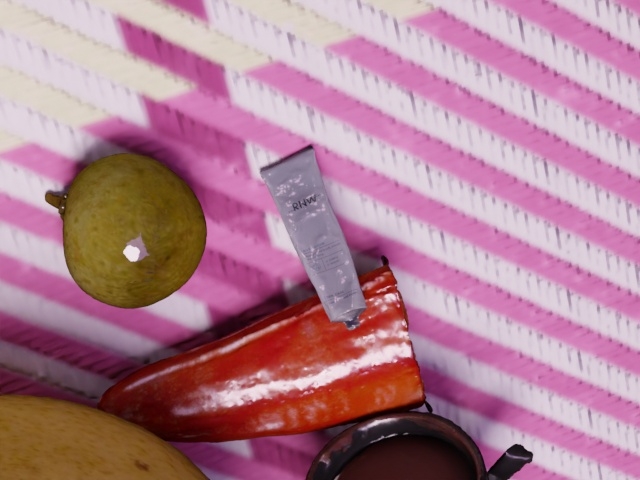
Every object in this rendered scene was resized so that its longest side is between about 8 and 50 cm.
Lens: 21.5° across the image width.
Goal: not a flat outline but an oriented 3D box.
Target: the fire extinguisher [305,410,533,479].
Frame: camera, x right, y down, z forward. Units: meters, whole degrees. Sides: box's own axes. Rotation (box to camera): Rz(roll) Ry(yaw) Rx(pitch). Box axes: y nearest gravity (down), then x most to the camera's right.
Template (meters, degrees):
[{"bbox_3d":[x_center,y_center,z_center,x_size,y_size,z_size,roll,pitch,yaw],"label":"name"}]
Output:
[{"bbox_3d":[0.085,0.227,0.950,0.141,0.105,0.341,-35,136,-15],"label":"fire extinguisher"}]

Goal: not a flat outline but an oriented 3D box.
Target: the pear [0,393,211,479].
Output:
[{"bbox_3d":[-0.151,0.223,0.761,0.314,0.314,0.314,-7,119,-14],"label":"pear"}]

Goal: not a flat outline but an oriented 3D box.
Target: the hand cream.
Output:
[{"bbox_3d":[0.000,0.000,0.832,0.030,0.019,0.093,-23,83,0],"label":"hand cream"}]

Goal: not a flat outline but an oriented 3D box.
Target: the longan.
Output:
[{"bbox_3d":[-0.096,-0.006,0.806,0.083,0.075,0.075,18,117,20],"label":"longan"}]

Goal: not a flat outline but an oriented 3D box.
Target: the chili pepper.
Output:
[{"bbox_3d":[-0.034,0.069,0.864,0.169,0.065,0.088,-16,120,-5],"label":"chili pepper"}]
